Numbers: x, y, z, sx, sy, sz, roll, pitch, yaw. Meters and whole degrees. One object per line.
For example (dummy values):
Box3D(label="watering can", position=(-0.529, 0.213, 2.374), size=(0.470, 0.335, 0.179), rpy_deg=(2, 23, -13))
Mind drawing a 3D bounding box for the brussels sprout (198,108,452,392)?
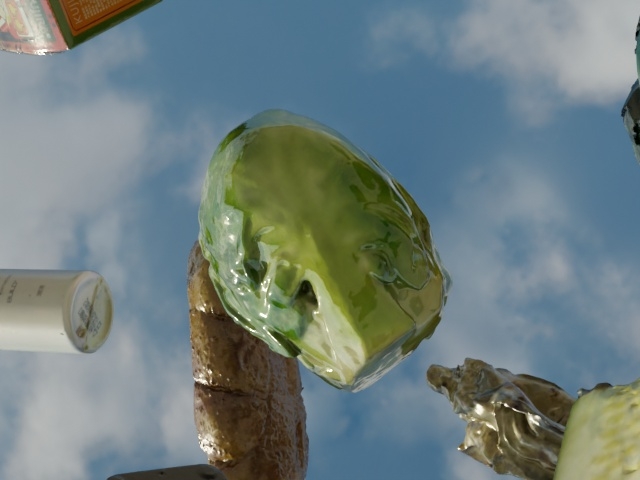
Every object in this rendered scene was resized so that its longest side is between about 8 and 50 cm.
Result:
Box3D(label="brussels sprout", position=(0.000, 0.000, 0.970), size=(0.223, 0.223, 0.161), rpy_deg=(41, -118, 17))

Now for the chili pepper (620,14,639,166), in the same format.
Box3D(label="chili pepper", position=(0.405, -0.143, 1.178), size=(0.248, 0.233, 0.257), rpy_deg=(33, -117, 22))

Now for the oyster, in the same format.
Box3D(label="oyster", position=(0.241, 0.196, 1.171), size=(0.361, 0.221, 0.096), rpy_deg=(20, -90, 21))

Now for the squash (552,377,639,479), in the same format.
Box3D(label="squash", position=(0.175, 0.163, 0.571), size=(0.093, 0.169, 0.252), rpy_deg=(38, -132, -17))

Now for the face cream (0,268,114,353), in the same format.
Box3D(label="face cream", position=(-0.378, 0.075, 1.428), size=(0.311, 0.092, 0.092), rpy_deg=(-1, -122, 26))

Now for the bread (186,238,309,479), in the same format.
Box3D(label="bread", position=(-0.084, 0.109, 1.315), size=(0.084, 0.124, 0.344), rpy_deg=(-18, -106, 33))

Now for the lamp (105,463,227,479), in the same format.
Box3D(label="lamp", position=(-0.108, 0.295, 1.107), size=(0.203, 0.283, 0.124), rpy_deg=(-4, -126, -25))

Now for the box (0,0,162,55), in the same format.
Box3D(label="box", position=(-0.305, -0.322, 1.414), size=(0.148, 0.195, 0.177), rpy_deg=(-37, -149, -32))
